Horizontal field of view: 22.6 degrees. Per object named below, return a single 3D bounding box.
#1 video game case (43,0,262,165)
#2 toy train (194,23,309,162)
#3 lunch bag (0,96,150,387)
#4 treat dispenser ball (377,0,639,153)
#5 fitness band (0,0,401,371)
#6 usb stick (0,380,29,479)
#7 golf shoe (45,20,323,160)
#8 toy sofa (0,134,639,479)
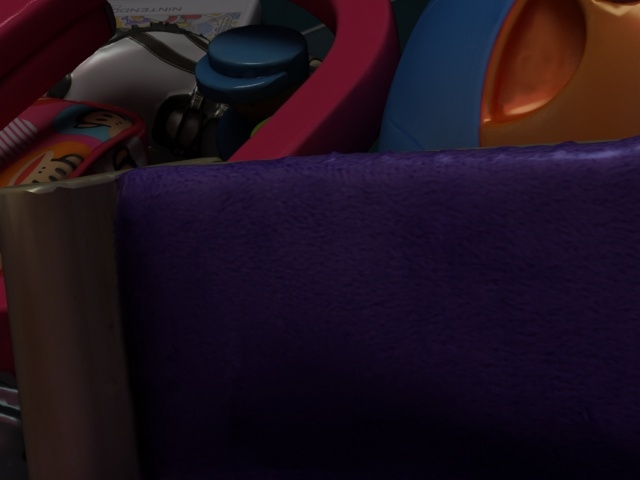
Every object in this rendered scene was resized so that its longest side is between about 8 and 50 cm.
[{"bbox_3d":[-0.160,-0.106,1.089,0.206,0.026,0.227,0,35,11],"label":"video game case"},{"bbox_3d":[0.000,0.000,0.796,0.105,0.143,0.248,-15,35,-11],"label":"toy train"},{"bbox_3d":[-0.241,0.026,0.826,0.258,0.120,0.293,6,37,20],"label":"lunch bag"},{"bbox_3d":[0.167,-0.025,0.671,0.288,0.288,0.288,-5,34,4],"label":"treat dispenser ball"},{"bbox_3d":[-0.089,-0.055,0.746,0.209,0.054,0.291,21,52,29],"label":"fitness band"},{"bbox_3d":[-0.163,0.177,0.548,0.077,0.045,0.278,14,68,17],"label":"usb stick"},{"bbox_3d":[-0.063,-0.074,0.945,0.198,0.077,0.094,-4,44,-31],"label":"golf shoe"},{"bbox_3d":[0.064,0.046,0.473,0.363,0.150,0.177,-1,8,30],"label":"toy sofa"}]
